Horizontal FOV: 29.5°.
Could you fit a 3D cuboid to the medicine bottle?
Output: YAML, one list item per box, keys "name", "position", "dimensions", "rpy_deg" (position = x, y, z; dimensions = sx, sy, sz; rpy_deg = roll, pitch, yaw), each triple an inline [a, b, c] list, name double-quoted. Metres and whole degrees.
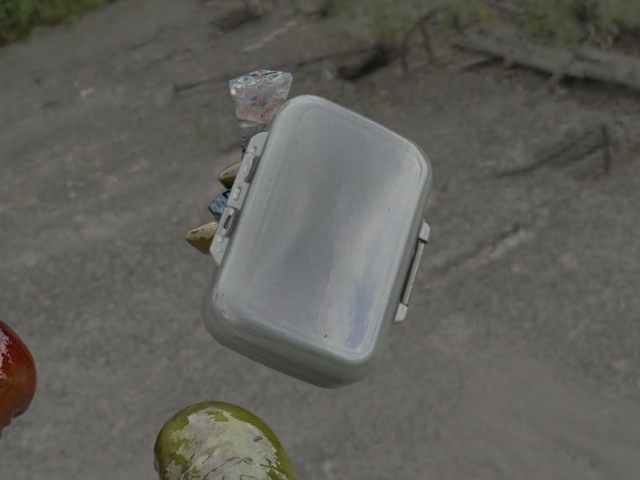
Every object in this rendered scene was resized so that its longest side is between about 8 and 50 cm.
- name: "medicine bottle"
  position: [0.000, 0.000, 1.646]
  dimensions: [0.123, 0.282, 0.375]
  rpy_deg: [-44, 25, 61]

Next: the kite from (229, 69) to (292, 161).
- name: "kite"
  position: [-0.122, -0.227, 2.329]
  dimensions: [0.127, 0.016, 0.229]
  rpy_deg: [-3, 65, 16]

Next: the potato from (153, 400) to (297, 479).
- name: "potato"
  position: [-0.104, 0.270, 1.365]
  dimensions: [0.149, 0.113, 0.251]
  rpy_deg: [-35, 33, -10]

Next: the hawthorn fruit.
- name: "hawthorn fruit"
  position: [-0.544, 0.180, 1.736]
  dimensions: [0.224, 0.261, 0.224]
  rpy_deg: [-36, 20, 15]

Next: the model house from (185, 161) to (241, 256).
- name: "model house"
  position: [-0.126, -0.012, 2.087]
  dimensions: [0.291, 0.253, 0.184]
  rpy_deg: [7, 18, -46]
